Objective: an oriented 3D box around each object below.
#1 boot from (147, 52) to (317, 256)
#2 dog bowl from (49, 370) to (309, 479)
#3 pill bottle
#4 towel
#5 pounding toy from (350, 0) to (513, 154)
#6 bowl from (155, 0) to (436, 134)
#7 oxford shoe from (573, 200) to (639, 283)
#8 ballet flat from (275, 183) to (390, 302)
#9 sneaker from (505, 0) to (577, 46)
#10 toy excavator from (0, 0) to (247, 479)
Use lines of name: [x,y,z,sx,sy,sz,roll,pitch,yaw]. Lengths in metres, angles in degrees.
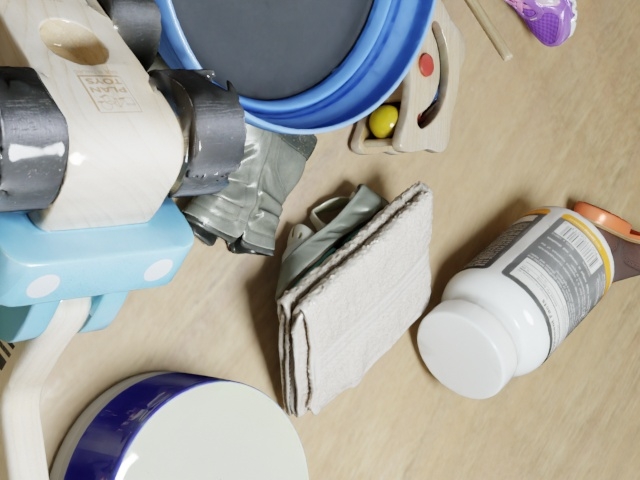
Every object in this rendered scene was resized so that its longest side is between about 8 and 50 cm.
boot: [-0.111,-0.086,1.162,0.246,0.083,0.161,32,73,-38]
dog bowl: [-0.138,0.267,1.108,0.265,0.104,0.264,1,88,-44]
pill bottle: [0.260,0.081,1.465,0.278,0.162,0.162,-37,114,-38]
towel: [0.050,0.071,1.286,0.282,0.049,0.187,-41,144,-37]
pounding toy: [0.130,-0.232,1.343,0.154,0.155,0.269,24,73,-46]
bowl: [-0.028,-0.302,1.092,0.391,0.077,0.391,-13,108,-44]
oxford shoe: [0.470,0.024,1.737,0.271,0.097,0.098,23,93,-38]
ballet flat: [0.000,0.000,1.283,0.068,0.072,0.213,42,50,12]
sneaker: [0.272,-0.365,1.539,0.104,0.095,0.236,-45,114,-28]
toy excavator: [-0.247,0.037,0.944,0.222,0.445,0.433,-9,53,-43]
